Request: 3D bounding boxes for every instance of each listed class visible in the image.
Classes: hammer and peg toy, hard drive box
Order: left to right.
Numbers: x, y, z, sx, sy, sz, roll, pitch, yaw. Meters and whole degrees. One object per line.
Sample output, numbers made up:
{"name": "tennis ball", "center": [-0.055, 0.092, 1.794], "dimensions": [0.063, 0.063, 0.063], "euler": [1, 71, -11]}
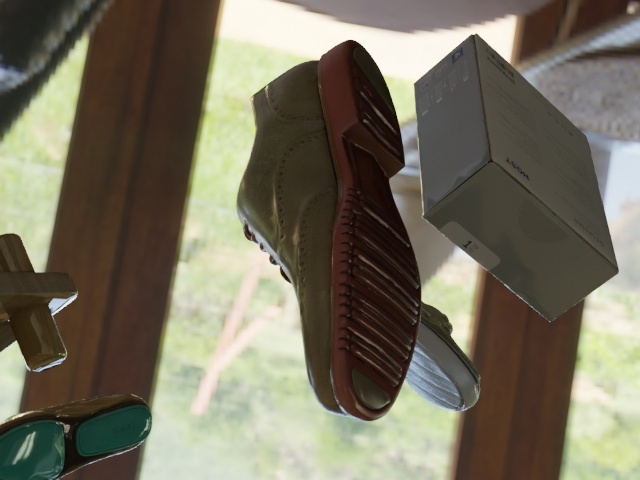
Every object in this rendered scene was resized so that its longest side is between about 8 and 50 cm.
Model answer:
{"name": "hammer and peg toy", "center": [-0.407, 0.121, 1.311], "dimensions": [0.361, 0.127, 0.266], "euler": [-34, 161, 29]}
{"name": "hard drive box", "center": [0.184, -0.065, 1.468], "dimensions": [0.181, 0.232, 0.089], "euler": [39, 118, -24]}

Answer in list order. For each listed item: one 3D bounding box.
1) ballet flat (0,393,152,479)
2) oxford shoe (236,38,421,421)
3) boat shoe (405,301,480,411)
{"name": "ballet flat", "center": [-0.277, 0.207, 1.573], "dimensions": [0.073, 0.080, 0.232], "euler": [9, -171, 40]}
{"name": "oxford shoe", "center": [0.000, 0.000, 1.249], "dimensions": [0.130, 0.348, 0.123], "euler": [-18, 140, 23]}
{"name": "boat shoe", "center": [0.132, 0.124, 2.098], "dimensions": [0.094, 0.109, 0.302], "euler": [-27, -138, -22]}
